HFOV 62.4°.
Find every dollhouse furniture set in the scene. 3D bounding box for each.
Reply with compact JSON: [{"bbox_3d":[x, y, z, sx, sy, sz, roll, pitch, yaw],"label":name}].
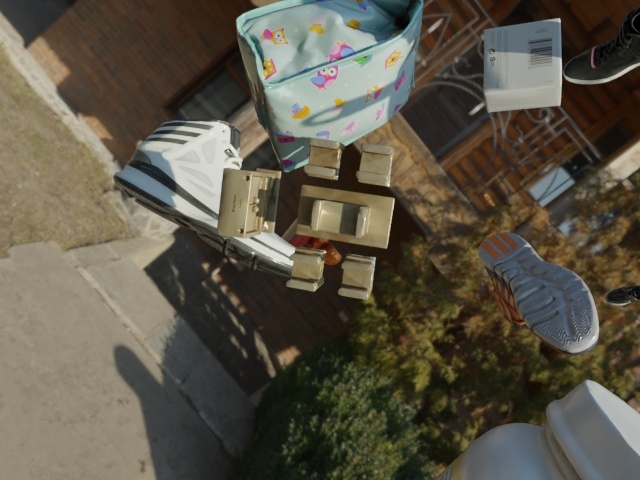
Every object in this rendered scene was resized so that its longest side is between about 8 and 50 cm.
[{"bbox_3d":[-0.011,-0.045,0.809,0.242,0.212,0.161,9,7,10],"label":"dollhouse furniture set"}]

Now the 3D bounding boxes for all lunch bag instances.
[{"bbox_3d":[0.027,-0.254,0.798,0.223,0.262,0.160,81,-15,-66],"label":"lunch bag"}]

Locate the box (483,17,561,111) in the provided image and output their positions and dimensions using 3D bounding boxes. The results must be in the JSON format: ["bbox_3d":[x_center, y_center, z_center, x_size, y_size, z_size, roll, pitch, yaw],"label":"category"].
[{"bbox_3d":[0.507,-0.435,1.328,0.119,0.182,0.181,29,63,-64],"label":"box"}]

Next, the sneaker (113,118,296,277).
[{"bbox_3d":[-0.190,-0.117,1.155,0.447,0.257,0.169,31,-16,-4],"label":"sneaker"}]

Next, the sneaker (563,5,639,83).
[{"bbox_3d":[0.667,-0.441,1.173,0.147,0.104,0.296,15,-12,-39],"label":"sneaker"}]

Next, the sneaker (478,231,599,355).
[{"bbox_3d":[0.427,0.127,1.015,0.180,0.125,0.321,59,8,-34],"label":"sneaker"}]

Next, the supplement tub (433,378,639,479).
[{"bbox_3d":[0.135,0.281,0.348,0.241,0.331,0.241,37,15,-12],"label":"supplement tub"}]

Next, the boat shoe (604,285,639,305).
[{"bbox_3d":[0.836,0.141,1.411,0.040,0.142,0.049,20,60,-52],"label":"boat shoe"}]

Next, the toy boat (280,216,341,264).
[{"bbox_3d":[0.000,0.000,1.398,0.151,0.231,0.151,48,32,11],"label":"toy boat"}]
